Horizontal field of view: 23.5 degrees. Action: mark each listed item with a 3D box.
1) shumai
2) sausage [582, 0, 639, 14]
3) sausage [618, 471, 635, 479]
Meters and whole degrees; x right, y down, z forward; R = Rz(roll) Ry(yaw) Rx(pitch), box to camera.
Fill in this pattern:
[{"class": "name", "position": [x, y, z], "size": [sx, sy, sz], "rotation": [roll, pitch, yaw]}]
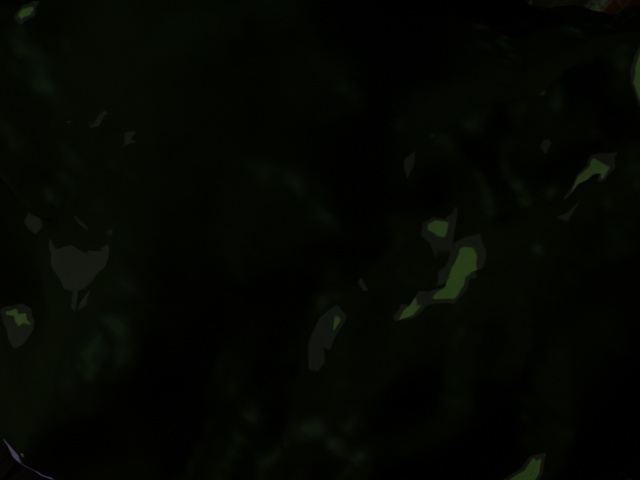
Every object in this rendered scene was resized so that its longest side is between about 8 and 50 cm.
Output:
[{"class": "shumai", "position": [0.000, 0.000, 0.567], "size": [0.397, 0.323, 0.324], "rotation": [-52, 6, 4]}, {"class": "sausage", "position": [0.237, -0.180, 1.206], "size": [0.348, 0.053, 0.053], "rotation": [-50, 5, 37]}, {"class": "sausage", "position": [0.007, 0.223, 0.343], "size": [0.371, 0.082, 0.082], "rotation": [-55, 5, -10]}]
